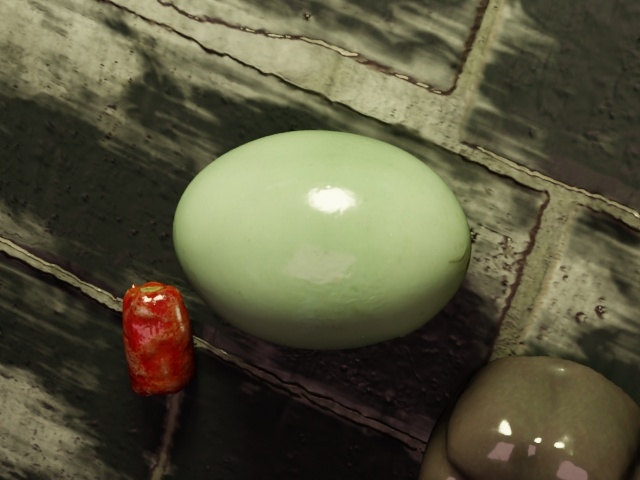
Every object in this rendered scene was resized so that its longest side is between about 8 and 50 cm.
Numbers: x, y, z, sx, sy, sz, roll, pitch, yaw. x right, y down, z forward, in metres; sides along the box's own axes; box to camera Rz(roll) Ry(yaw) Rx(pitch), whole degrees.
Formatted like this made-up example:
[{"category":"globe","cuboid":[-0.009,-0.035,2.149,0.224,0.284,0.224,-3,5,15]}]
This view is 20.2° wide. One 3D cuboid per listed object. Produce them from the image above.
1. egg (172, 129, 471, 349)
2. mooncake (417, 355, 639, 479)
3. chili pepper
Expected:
[{"category":"egg","cuboid":[0.000,0.000,1.651,0.283,0.203,0.203,7,117,17]},{"category":"mooncake","cuboid":[0.210,0.237,1.729,0.245,0.133,0.245,12,127,17]},{"category":"chili pepper","cuboid":[-0.171,0.101,1.861,0.073,0.070,0.123,16,124,35]}]
